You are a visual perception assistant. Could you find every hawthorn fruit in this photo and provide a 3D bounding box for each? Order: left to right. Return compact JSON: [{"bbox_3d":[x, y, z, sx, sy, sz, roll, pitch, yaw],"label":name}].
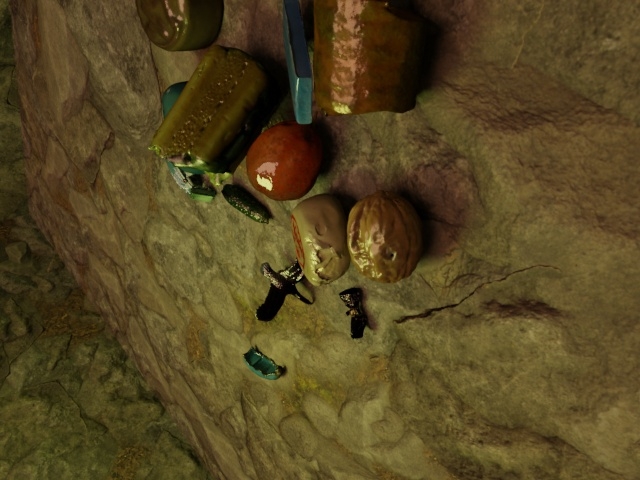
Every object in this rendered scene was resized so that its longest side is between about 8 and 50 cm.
[{"bbox_3d":[-0.085,-0.239,1.326,0.210,0.211,0.262,45,117,20],"label":"hawthorn fruit"}]

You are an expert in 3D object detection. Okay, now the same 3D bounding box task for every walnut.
[{"bbox_3d":[0.159,-0.006,1.191,0.198,0.198,0.244,11,118,42],"label":"walnut"}]

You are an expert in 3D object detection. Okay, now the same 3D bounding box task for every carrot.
[{"bbox_3d":[0.098,-0.410,1.016,0.242,0.242,0.340,26,129,35],"label":"carrot"}]

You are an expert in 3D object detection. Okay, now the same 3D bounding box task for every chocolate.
[{"bbox_3d":[0.099,0.218,1.450,0.070,0.072,0.147,6,109,57],"label":"chocolate"}]

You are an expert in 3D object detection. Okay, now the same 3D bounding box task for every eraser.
[{"bbox_3d":[-0.057,-0.438,1.156,0.144,0.043,0.311,95,168,-59],"label":"eraser"}]

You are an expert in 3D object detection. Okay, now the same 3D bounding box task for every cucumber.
[{"bbox_3d":[-0.253,-0.121,1.644,0.227,0.069,0.069,36,132,22],"label":"cucumber"}]

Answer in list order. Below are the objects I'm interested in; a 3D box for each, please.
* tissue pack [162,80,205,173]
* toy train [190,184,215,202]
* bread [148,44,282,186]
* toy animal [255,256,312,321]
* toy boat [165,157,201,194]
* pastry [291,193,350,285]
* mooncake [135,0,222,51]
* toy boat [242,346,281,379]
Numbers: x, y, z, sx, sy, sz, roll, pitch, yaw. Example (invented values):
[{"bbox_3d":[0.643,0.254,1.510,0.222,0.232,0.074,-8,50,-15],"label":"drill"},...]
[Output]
[{"bbox_3d":[-0.396,-0.368,1.563,0.206,0.198,0.287,20,125,39],"label":"tissue pack"},{"bbox_3d":[-0.437,-0.171,1.788,0.056,0.093,0.038,132,140,-52],"label":"toy train"},{"bbox_3d":[-0.276,-0.349,1.359,0.251,0.208,0.376,33,92,14],"label":"bread"},{"bbox_3d":[-0.103,0.142,1.592,0.272,0.197,0.160,-53,41,-1],"label":"toy animal"},{"bbox_3d":[-0.505,-0.283,1.820,0.102,0.088,0.215,-32,84,14],"label":"toy boat"},{"bbox_3d":[0.000,-0.001,1.334,0.265,0.133,0.264,167,90,-77],"label":"pastry"},{"bbox_3d":[-0.440,-0.723,1.471,0.285,0.156,0.284,23,126,36],"label":"mooncake"},{"bbox_3d":[-0.226,0.487,1.901,0.186,0.075,0.077,30,137,29],"label":"toy boat"}]
